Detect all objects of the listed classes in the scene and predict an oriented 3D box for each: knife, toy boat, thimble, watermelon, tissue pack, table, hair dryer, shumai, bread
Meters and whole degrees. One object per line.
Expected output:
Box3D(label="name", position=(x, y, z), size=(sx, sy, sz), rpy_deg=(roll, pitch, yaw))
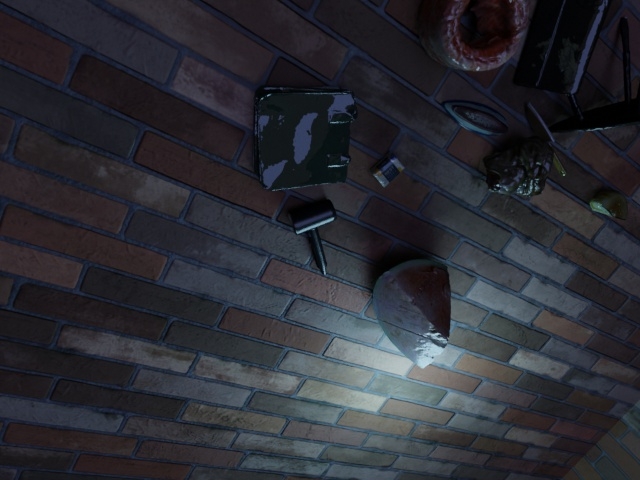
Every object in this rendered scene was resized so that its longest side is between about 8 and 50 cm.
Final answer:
Box3D(label="knife", position=(0.681, -0.302, 1.297), size=(0.022, 0.046, 0.256), rpy_deg=(-37, 101, -7))
Box3D(label="toy boat", position=(0.444, -0.350, 1.234), size=(0.228, 0.046, 0.080), rpy_deg=(13, 116, -26))
Box3D(label="thimble", position=(0.365, -0.532, 1.041), size=(0.239, 0.162, 0.239), rpy_deg=(-7, 116, -13))
Box3D(label="watermelon", position=(0.331, 0.210, 1.427), size=(0.222, 0.319, 0.292), rpy_deg=(-40, 169, -27))
Box3D(label="tissue pack", position=(0.190, -0.201, 1.232), size=(0.083, 0.042, 0.062), rpy_deg=(-41, 124, 7))
Box3D(label="table", position=(0.784, -0.458, 1.193), size=(0.317, 0.317, 0.249), rpy_deg=(-20, 109, -7))
Box3D(label="hair dryer", position=(0.000, 0.000, 1.279), size=(0.128, 0.070, 0.256), rpy_deg=(-22, 129, -6))
Box3D(label="shumai", position=(0.586, -0.230, 1.307), size=(0.185, 0.218, 0.184), rpy_deg=(12, 116, 19))
Box3D(label="bread", position=(1.011, -0.131, 1.513), size=(0.157, 0.083, 0.095), rpy_deg=(5, 113, -23))

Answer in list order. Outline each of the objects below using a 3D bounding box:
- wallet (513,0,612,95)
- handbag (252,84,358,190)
Box3D(label="wallet", position=(0.636, -0.555, 1.125), size=(0.044, 0.170, 0.321), rpy_deg=(-33, 138, -55))
Box3D(label="handbag", position=(-0.040, -0.260, 1.105), size=(0.259, 0.079, 0.248), rpy_deg=(-5, 119, -16))
